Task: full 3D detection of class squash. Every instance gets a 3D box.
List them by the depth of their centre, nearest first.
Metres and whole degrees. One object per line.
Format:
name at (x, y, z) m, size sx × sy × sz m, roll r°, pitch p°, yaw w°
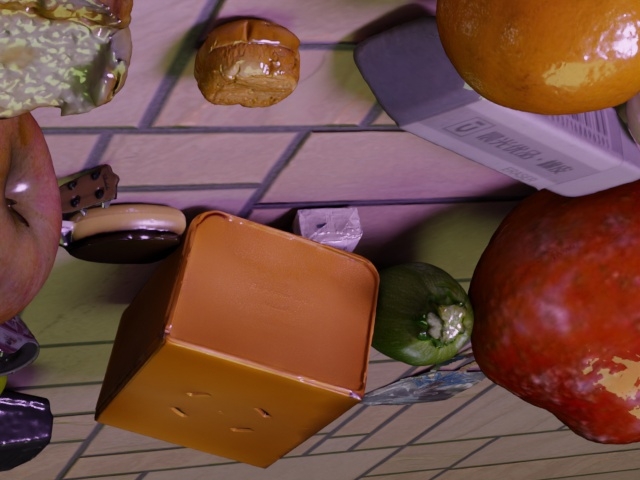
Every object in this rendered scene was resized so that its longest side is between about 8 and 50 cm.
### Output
squash at (0.085, 0.070, 1.492) m, size 0.101 × 0.101 × 0.378 m, roll -9°, pitch -178°, yaw -6°

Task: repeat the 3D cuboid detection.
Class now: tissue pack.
tissue pack at (0.000, 0.000, 1.453) m, size 0.062 × 0.042 × 0.083 m, roll -3°, pitch 159°, yaw -15°
tissue pack at (-0.086, 0.101, 1.467) m, size 0.194 × 0.145 × 0.274 m, roll 16°, pitch 153°, yaw -16°

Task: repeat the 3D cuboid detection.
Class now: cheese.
cheese at (-0.205, -0.006, 1.339) m, size 0.162 × 0.036 × 0.086 m, roll 1°, pitch 159°, yaw -30°

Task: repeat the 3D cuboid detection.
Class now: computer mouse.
computer mouse at (-0.440, 0.213, 1.708) m, size 0.269 × 0.100 × 0.170 m, roll -4°, pitch 164°, yaw -34°

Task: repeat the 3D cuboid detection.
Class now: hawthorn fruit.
hawthorn fruit at (0.282, 0.057, 1.473) m, size 0.284 × 0.284 × 0.284 m, roll -10°, pitch 160°, yaw -4°

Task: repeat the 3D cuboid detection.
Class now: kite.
kite at (0.178, 0.183, 2.080) m, size 0.169 × 0.015 × 0.310 m, roll 2°, pitch 157°, yaw -29°

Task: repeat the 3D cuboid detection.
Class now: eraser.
eraser at (0.154, -0.101, 1.231) m, size 0.089 × 0.061 × 0.352 m, roll -16°, pitch 161°, yaw 34°

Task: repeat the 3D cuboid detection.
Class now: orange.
orange at (0.152, -0.155, 0.979) m, size 0.158 × 0.159 × 0.136 m, roll -10°, pitch 122°, yaw -2°

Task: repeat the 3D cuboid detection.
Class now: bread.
bread at (-0.230, -0.130, 0.923) m, size 0.231 × 0.088 × 0.128 m, roll -2°, pitch 139°, yaw -14°
bread at (-0.052, -0.125, 1.088) m, size 0.081 × 0.046 × 0.083 m, roll -10°, pitch 162°, yaw 13°

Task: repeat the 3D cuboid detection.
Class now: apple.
apple at (-0.274, -0.023, 1.040) m, size 0.173 × 0.188 × 0.188 m, roll -10°, pitch 161°, yaw 14°

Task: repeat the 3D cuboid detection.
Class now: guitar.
guitar at (-0.290, -0.004, 1.266) m, size 0.271 × 0.084 × 0.038 m, roll -19°, pitch 163°, yaw 2°

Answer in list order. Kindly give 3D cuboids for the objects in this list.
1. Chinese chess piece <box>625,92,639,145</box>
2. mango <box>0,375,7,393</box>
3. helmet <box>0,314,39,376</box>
Chinese chess piece at (0.320, -0.117, 1.297) m, size 0.122 × 0.051 × 0.122 m, roll -10°, pitch 160°, yaw -4°
mango at (-0.396, 0.140, 1.572) m, size 0.163 × 0.089 × 0.117 m, roll -9°, pitch 156°, yaw -42°
helmet at (-0.362, 0.093, 1.430) m, size 0.153 × 0.107 × 0.177 m, roll -32°, pitch 171°, yaw 38°
